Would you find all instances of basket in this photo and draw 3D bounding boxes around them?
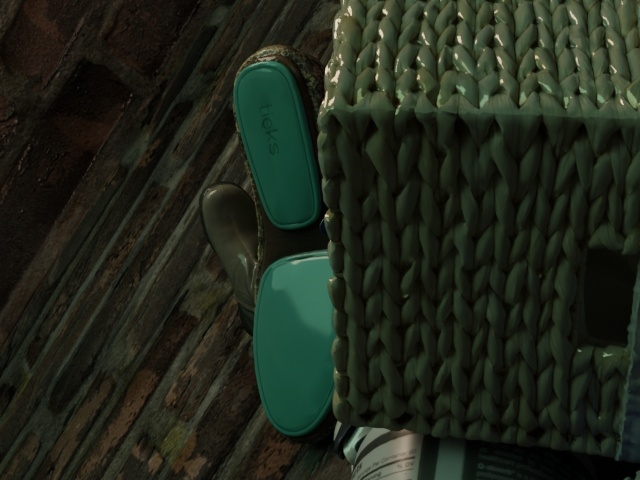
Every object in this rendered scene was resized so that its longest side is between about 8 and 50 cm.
[{"bbox_3d":[0.146,-0.049,1.145,0.331,0.267,0.328,-83,-8,-52],"label":"basket"}]

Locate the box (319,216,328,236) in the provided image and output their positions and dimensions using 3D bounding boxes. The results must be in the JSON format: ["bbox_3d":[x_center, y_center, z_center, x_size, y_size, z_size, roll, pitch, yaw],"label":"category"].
[{"bbox_3d":[0.124,-0.002,1.525,0.136,0.225,0.036,-53,21,11],"label":"box"}]

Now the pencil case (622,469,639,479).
[{"bbox_3d":[0.326,0.118,1.041,0.306,0.133,0.119,-56,14,2],"label":"pencil case"}]

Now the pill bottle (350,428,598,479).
[{"bbox_3d":[0.119,0.258,1.190,0.210,0.210,0.362,-38,28,41],"label":"pill bottle"}]

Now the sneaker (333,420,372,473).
[{"bbox_3d":[0.077,0.172,1.543,0.235,0.094,0.153,130,154,-50],"label":"sneaker"}]

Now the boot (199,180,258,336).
[{"bbox_3d":[-0.080,0.041,1.964,0.083,0.246,0.161,-23,15,-12],"label":"boot"}]

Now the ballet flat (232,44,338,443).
[{"bbox_3d":[0.000,0.000,1.805,0.164,0.182,0.482,-8,88,30],"label":"ballet flat"}]
